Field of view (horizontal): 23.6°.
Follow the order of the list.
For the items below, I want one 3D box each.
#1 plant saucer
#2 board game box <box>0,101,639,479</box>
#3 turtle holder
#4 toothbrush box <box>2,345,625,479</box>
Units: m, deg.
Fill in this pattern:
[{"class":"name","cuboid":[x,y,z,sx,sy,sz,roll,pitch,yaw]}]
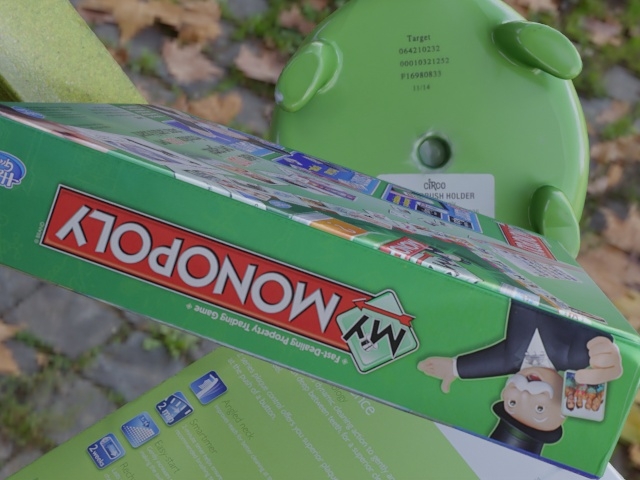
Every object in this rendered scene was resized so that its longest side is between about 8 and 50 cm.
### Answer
[{"class":"plant saucer","cuboid":[-0.212,-0.087,0.786,0.188,0.188,0.045,-16,37,29]},{"class":"board game box","cuboid":[0.000,0.000,0.596,0.213,0.046,0.317,20,6,3]},{"class":"turtle holder","cuboid":[0.063,-0.087,1.181,0.243,0.227,0.320,-30,89,-2]},{"class":"toothbrush box","cuboid":[-0.007,0.163,0.813,0.283,0.122,0.206,-32,58,-14]}]
